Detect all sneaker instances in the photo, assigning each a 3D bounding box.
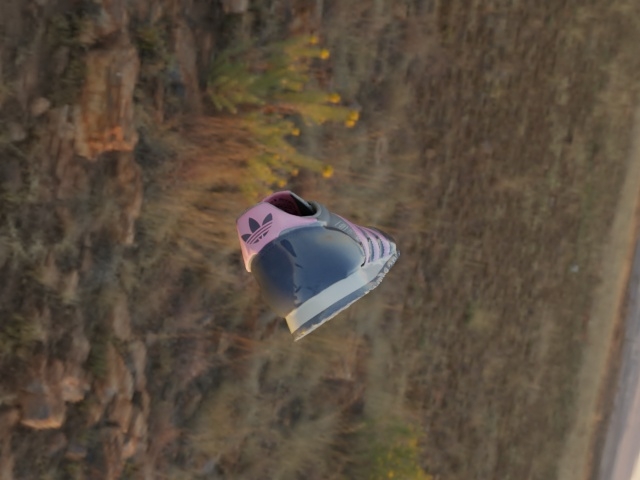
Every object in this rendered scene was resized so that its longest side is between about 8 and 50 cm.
[{"bbox_3d":[0.000,0.000,0.958,0.112,0.131,0.319,-36,180,9],"label":"sneaker"}]
